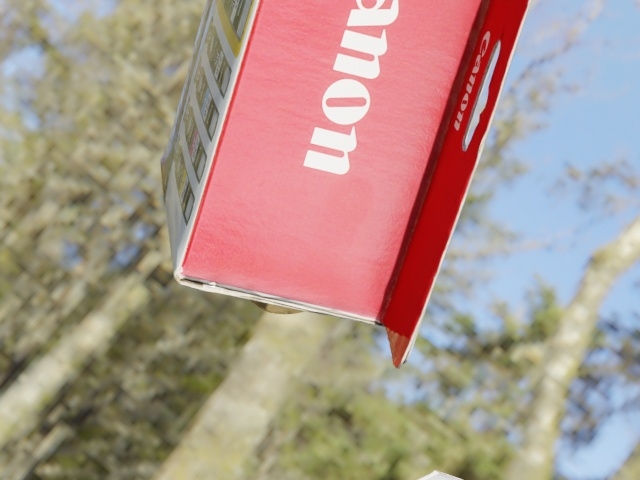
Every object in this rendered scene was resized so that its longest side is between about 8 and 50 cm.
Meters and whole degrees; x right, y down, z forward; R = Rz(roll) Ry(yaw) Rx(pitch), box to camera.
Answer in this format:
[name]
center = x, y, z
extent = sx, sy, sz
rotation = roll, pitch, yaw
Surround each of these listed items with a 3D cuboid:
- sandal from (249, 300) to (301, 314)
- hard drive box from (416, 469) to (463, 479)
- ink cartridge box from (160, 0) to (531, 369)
[sandal]
center = 0.000, 0.000, 1.419
extent = 0.049, 0.180, 0.072
rotation = 18, -55, 40
[hard drive box]
center = 0.045, 0.240, 1.062
extent = 0.089, 0.181, 0.232
rotation = 18, 7, 20
[ink cartridge box]
center = 0.015, -0.125, 1.056
extent = 0.130, 0.309, 0.272
rotation = 13, 19, -12
